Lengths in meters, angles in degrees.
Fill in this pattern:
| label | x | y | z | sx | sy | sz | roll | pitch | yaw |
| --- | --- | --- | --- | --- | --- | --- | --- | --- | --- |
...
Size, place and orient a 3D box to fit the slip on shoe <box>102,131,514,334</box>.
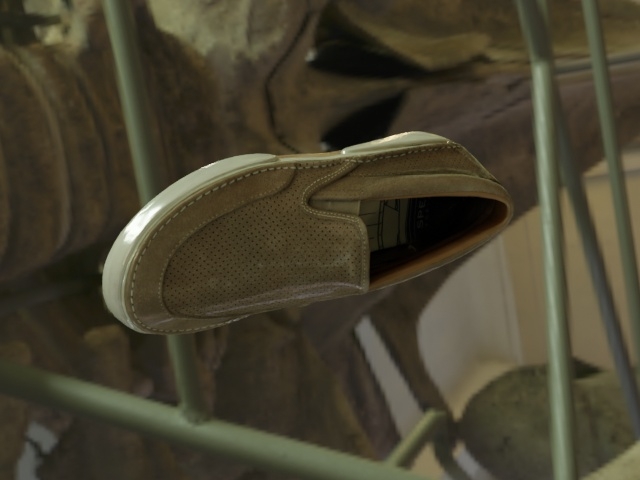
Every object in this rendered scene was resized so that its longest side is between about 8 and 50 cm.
| label | x | y | z | sx | sy | sz | roll | pitch | yaw |
| --- | --- | --- | --- | --- | --- | --- | --- | --- | --- |
| slip on shoe | 0.000 | 0.000 | 0.386 | 0.135 | 0.041 | 0.051 | -14 | -58 | -31 |
